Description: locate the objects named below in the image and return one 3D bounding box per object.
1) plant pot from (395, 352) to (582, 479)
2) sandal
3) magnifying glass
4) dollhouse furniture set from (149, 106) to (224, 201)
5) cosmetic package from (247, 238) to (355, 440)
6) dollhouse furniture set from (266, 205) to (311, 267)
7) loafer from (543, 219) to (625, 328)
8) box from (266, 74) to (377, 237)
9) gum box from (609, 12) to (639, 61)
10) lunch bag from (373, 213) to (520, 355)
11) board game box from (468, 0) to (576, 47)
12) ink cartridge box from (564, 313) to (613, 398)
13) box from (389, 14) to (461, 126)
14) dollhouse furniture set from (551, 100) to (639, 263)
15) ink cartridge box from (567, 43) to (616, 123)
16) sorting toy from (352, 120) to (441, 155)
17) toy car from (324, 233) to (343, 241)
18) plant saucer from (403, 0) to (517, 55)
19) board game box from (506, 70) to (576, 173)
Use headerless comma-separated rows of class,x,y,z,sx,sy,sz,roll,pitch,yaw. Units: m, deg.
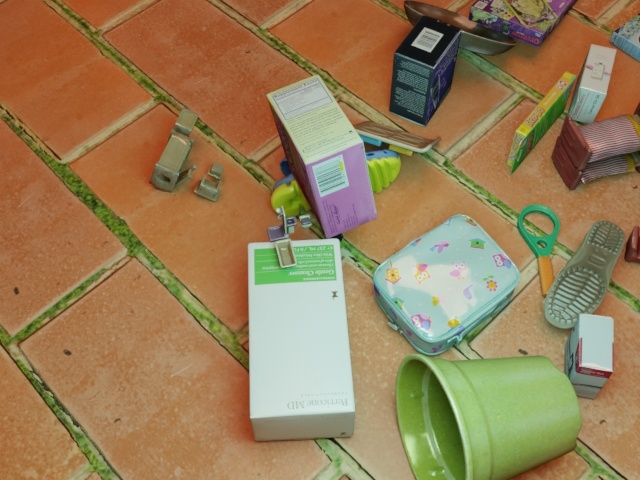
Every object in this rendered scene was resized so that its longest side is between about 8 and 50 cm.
plant pot,0.303,0.316,1.198,0.254,0.276,0.276,-8,58,-16
sandal,0.029,-0.164,1.569,0.317,0.126,0.138,-12,55,-7
magnifying glass,0.489,0.019,1.492,0.092,0.026,0.231,1,57,3
dollhouse furniture set,-0.300,-0.194,1.636,0.161,0.101,0.182,24,59,-12
cosmetic package,-0.042,0.191,1.330,0.197,0.155,0.365,-4,56,-3
dollhouse furniture set,-0.053,-0.012,1.321,0.091,0.081,0.114,-11,55,-7
loafer,0.550,0.081,1.410,0.102,0.092,0.268,33,70,20
box,0.003,-0.171,1.369,0.117,0.213,0.243,-22,49,-5
gum box,0.897,-0.530,1.801,0.157,0.041,0.184,-36,64,-18
lunch bag,0.257,0.097,1.402,0.279,0.108,0.224,-33,68,-15
board game box,0.574,-0.662,1.859,0.208,0.056,0.347,27,53,22
ink cartridge box,0.509,0.223,1.291,0.063,0.150,0.109,7,59,11
box,0.253,-0.412,1.658,0.108,0.207,0.153,26,64,18
dollhouse furniture set,0.694,-0.116,1.489,0.201,0.152,0.374,-15,59,-7
ink cartridge box,0.665,-0.371,1.669,0.067,0.115,0.198,18,62,13
sorting toy,0.171,-0.241,1.603,0.208,0.038,0.193,15,18,13
toy car,0.000,0.000,1.506,0.122,0.060,0.040,-42,33,-28
plant saucer,0.354,-0.546,1.754,0.310,0.050,0.310,16,26,-8
board game box,0.521,-0.279,1.613,0.039,0.124,0.259,31,64,21
